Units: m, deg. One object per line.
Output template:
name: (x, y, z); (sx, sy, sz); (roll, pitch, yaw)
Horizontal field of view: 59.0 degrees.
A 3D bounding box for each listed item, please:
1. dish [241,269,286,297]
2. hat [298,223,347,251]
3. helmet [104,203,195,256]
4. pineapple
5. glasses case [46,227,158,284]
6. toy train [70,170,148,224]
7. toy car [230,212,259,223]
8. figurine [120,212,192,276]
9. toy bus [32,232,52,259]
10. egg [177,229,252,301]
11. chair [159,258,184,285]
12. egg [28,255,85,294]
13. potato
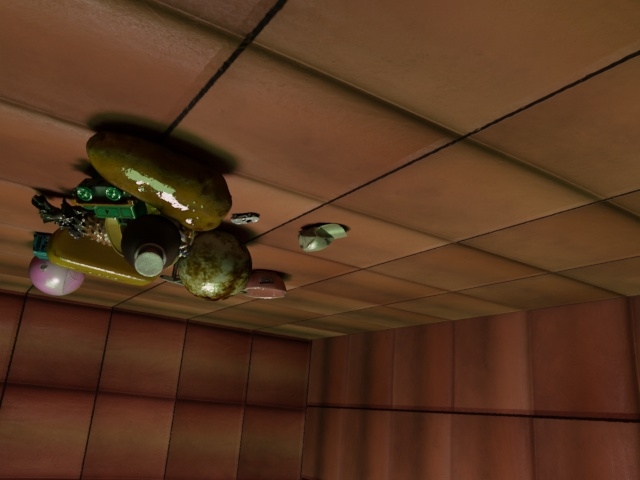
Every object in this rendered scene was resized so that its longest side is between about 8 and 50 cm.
dish: (-0.243, 0.185, 2.431); (0.213, 0.091, 0.213); (2, 163, 1)
hat: (0.005, -0.005, 1.804); (0.166, 0.081, 0.122); (-8, 164, 5)
helmet: (-0.464, -0.053, 1.624); (0.256, 0.205, 0.140); (-8, -161, 11)
pineapple: (-0.698, -0.071, 1.685); (0.309, 0.141, 0.170); (12, 169, -1)
glasses case: (-0.741, 0.040, 1.958); (0.371, 0.173, 0.141); (19, 157, -33)
toy train: (-0.548, -0.107, 1.493); (0.227, 0.091, 0.136); (0, 125, 13)
toy car: (-0.231, -0.066, 1.740); (0.093, 0.025, 0.041); (-3, 162, 24)
figurine: (-0.418, 0.011, 1.432); (0.161, 0.158, 0.275); (16, -174, 1)
toy bus: (-0.990, 0.029, 2.121); (0.160, 0.092, 0.079); (8, 161, -11)
egg: (-0.346, 0.086, 1.903); (0.238, 0.238, 0.289); (0, 171, 15)
chair: (-0.455, 0.108, 2.163); (0.147, 0.136, 0.270); (-10, 159, 42)
egg: (-1.054, 0.130, 2.287); (0.196, 0.196, 0.271); (2, 157, 8)
potato: (-0.369, -0.146, 1.340); (0.369, 0.195, 0.176); (30, 106, -40)
